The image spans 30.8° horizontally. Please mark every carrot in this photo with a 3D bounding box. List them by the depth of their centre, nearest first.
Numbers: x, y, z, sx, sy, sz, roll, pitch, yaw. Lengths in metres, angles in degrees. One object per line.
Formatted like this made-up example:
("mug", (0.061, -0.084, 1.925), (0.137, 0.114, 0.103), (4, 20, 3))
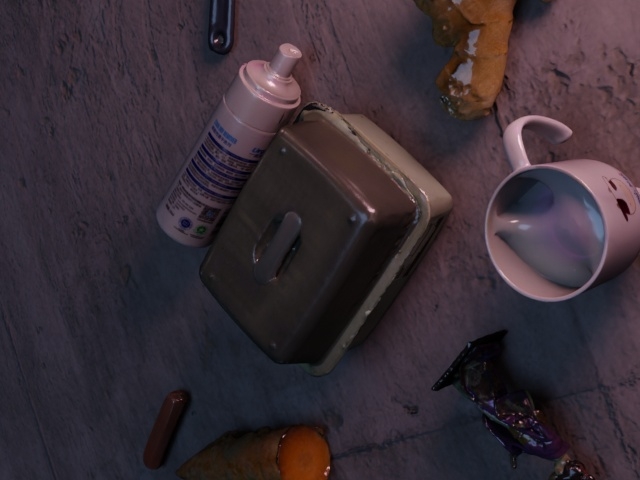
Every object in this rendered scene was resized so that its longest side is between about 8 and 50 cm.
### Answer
("carrot", (-0.107, 0.305, 1.566), (0.263, 0.102, 0.101), (-16, 88, 41))

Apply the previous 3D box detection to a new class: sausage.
("sausage", (-0.227, 0.276, 1.696), (0.035, 0.030, 0.147), (37, 120, 27))

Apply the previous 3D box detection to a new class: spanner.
("spanner", (-0.118, -0.396, 1.487), (0.087, 0.024, 0.315), (11, 105, 32))

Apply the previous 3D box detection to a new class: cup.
("cup", (0.245, -0.029, 1.183), (0.173, 0.142, 0.134), (43, 123, 25))

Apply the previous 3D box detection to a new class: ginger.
("ginger", (0.186, -0.289, 1.221), (0.148, 0.081, 0.333), (41, 122, 20))

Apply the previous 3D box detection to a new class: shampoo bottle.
("shampoo bottle", (-0.109, -0.125, 1.486), (0.092, 0.092, 0.303), (48, 124, 22))

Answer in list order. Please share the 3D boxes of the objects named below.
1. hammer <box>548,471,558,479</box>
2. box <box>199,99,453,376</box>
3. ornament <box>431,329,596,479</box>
("hammer", (0.304, 0.297, 1.283), (0.123, 0.014, 0.029), (37, 129, 25))
("box", (0.000, 0.000, 1.372), (0.220, 0.166, 0.290), (45, 122, 24))
("ornament", (0.218, 0.207, 1.288), (0.203, 0.088, 0.081), (53, 127, 16))
